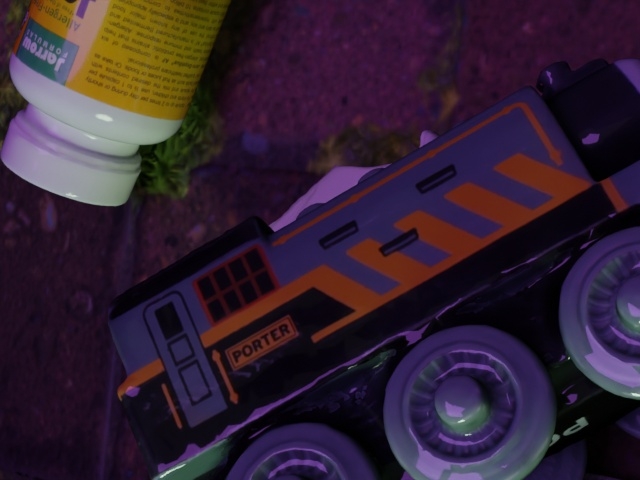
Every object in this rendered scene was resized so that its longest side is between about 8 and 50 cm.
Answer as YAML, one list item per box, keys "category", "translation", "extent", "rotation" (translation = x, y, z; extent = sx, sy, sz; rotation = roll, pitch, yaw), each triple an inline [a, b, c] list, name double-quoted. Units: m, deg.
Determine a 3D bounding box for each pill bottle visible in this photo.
- category: "pill bottle"
  translation: [-0.125, -0.133, 0.883]
  extent: [0.117, 0.117, 0.208]
  rotation: [34, 107, 35]

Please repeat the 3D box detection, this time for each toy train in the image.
- category: "toy train"
  translation: [0.055, 0.044, 0.674]
  extent: [0.334, 0.142, 0.190]
  rotation: [-31, 64, 7]

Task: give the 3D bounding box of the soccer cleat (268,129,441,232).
- category: "soccer cleat"
  translation: [0.000, 0.000, 0.813]
  extent: [0.196, 0.068, 0.076]
  rotation: [-21, 69, 27]

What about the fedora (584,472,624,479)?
- category: "fedora"
  translation: [0.120, 0.241, 0.660]
  extent: [0.275, 0.124, 0.244]
  rotation: [33, 106, 35]
